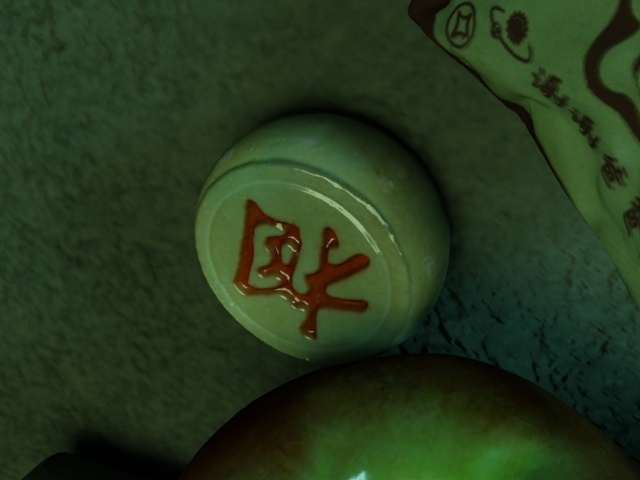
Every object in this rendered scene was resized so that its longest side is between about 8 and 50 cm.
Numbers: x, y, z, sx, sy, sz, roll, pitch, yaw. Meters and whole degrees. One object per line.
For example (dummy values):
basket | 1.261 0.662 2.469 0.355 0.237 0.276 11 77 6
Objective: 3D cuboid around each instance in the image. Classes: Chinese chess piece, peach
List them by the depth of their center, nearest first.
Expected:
peach | 0.049 0.176 0.615 0.252 0.252 0.252 15 127 21
Chinese chess piece | 0.000 0.000 0.642 0.122 0.051 0.122 14 126 20

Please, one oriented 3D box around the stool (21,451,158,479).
stool | -0.127 0.179 0.810 0.110 0.096 0.096 7 124 19

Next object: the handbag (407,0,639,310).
handbag | 0.163 -0.063 0.460 0.235 0.127 0.213 -39 73 35
